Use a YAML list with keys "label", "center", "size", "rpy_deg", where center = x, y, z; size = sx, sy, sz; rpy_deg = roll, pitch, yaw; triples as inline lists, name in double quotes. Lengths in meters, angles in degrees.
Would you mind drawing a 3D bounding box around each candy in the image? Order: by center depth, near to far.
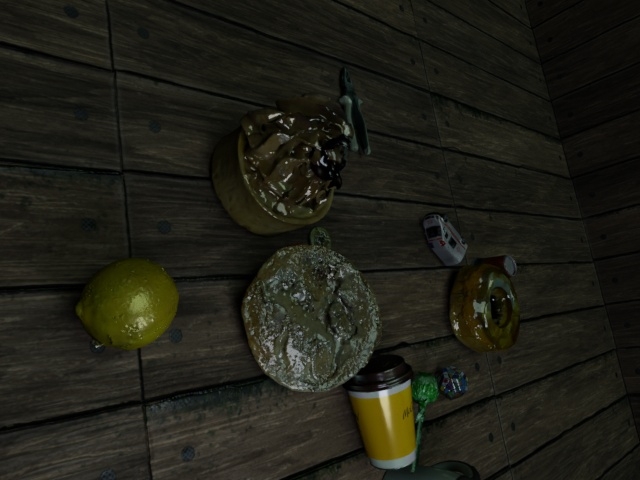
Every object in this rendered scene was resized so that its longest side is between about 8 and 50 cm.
- label: "candy"
  center: [0.293, 0.527, 1.474]
  size: [0.097, 0.097, 0.323]
  rpy_deg: [47, 38, -21]

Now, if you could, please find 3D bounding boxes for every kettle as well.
- label: "kettle"
  center: [0.319, 0.686, 1.376]
  size: [0.221, 0.237, 0.161]
  rpy_deg: [-30, 97, -44]

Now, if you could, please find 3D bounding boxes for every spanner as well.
- label: "spanner"
  center: [0.106, -0.441, 1.695]
  size: [0.096, 0.040, 0.324]
  rpy_deg: [5, 69, -42]

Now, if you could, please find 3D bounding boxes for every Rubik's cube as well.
- label: "Rubik's cube"
  center: [0.430, 0.468, 1.653]
  size: [0.093, 0.111, 0.111]
  rpy_deg: [20, 60, -9]

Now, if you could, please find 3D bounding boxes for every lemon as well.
- label: "lemon"
  center: [-0.367, 0.121, 0.980]
  size: [0.206, 0.174, 0.173]
  rpy_deg: [-38, 103, -52]

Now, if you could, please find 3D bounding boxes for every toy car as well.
- label: "toy car"
  center: [0.445, -0.006, 1.832]
  size: [0.209, 0.090, 0.108]
  rpy_deg: [47, 55, -25]

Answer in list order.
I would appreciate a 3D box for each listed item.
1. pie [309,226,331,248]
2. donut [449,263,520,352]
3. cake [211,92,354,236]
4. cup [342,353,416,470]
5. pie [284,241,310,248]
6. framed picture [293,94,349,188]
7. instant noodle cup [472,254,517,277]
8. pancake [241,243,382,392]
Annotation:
- label: "pie"
  center: [-0.001, -0.001, 1.463]
  size: [0.084, 0.021, 0.083]
  rpy_deg: [16, 65, -39]
- label: "donut"
  center: [0.603, 0.245, 1.825]
  size: [0.331, 0.160, 0.329]
  rpy_deg: [7, 75, -26]
- label: "cake"
  center: [-0.064, -0.194, 1.265]
  size: [0.333, 0.321, 0.331]
  rpy_deg: [18, 62, -38]
- label: "cup"
  center: [0.171, 0.458, 1.362]
  size: [0.197, 0.197, 0.279]
  rpy_deg: [-12, 92, -44]
- label: "pie"
  center: [-0.048, 0.094, 1.369]
  size: [0.183, 0.050, 0.182]
  rpy_deg: [17, 64, -38]
- label: "framed picture"
  center: [-0.018, -0.303, 1.555]
  size: [0.252, 0.014, 0.196]
  rpy_deg: [37, 54, -28]
- label: "instant noodle cup"
  center: [0.690, 0.114, 1.983]
  size: [0.127, 0.136, 0.127]
  rpy_deg: [15, 66, -38]
- label: "pancake"
  center: [-0.021, 0.195, 1.283]
  size: [0.388, 0.082, 0.386]
  rpy_deg: [5, 79, -25]
